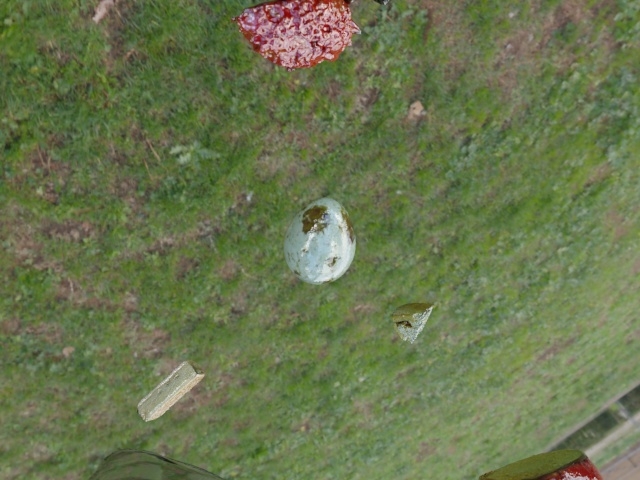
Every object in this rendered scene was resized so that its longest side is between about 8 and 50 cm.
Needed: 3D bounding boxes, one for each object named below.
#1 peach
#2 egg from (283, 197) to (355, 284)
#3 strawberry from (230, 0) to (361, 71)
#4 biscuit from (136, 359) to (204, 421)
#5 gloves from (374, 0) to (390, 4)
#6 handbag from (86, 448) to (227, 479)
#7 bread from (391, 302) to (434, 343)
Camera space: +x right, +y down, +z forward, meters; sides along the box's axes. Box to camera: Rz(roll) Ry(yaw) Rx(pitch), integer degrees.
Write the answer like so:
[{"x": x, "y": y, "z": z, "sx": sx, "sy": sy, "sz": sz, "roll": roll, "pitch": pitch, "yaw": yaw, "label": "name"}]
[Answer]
[{"x": 0.457, "y": 0.542, "z": 1.142, "sx": 0.275, "sy": 0.245, "sz": 0.248, "roll": 18, "pitch": 118, "yaw": -43, "label": "peach"}, {"x": 0.000, "y": 0.000, "z": 1.307, "sx": 0.169, "sy": 0.169, "sz": 0.231, "roll": -12, "pitch": 137, "yaw": -22, "label": "egg"}, {"x": -0.032, "y": -0.339, "z": 0.921, "sx": 0.175, "sy": 0.097, "sz": 0.228, "roll": -13, "pitch": -172, "yaw": 24, "label": "strawberry"}, {"x": -0.364, "y": 0.361, "z": 1.357, "sx": 0.188, "sy": 0.056, "sz": 0.052, "roll": -41, "pitch": 158, "yaw": 10, "label": "biscuit"}, {"x": 0.020, "y": -0.454, "z": 0.787, "sx": 0.197, "sy": 0.301, "sz": 0.152, "roll": -51, "pitch": 159, "yaw": -44, "label": "gloves"}, {"x": -0.047, "y": 0.274, "z": 0.394, "sx": 0.327, "sy": 0.162, "sz": 0.325, "roll": 23, "pitch": 164, "yaw": -8, "label": "handbag"}, {"x": 0.299, "y": 0.254, "z": 1.877, "sx": 0.103, "sy": 0.110, "sz": 0.156, "roll": -26, "pitch": 146, "yaw": -47, "label": "bread"}]
